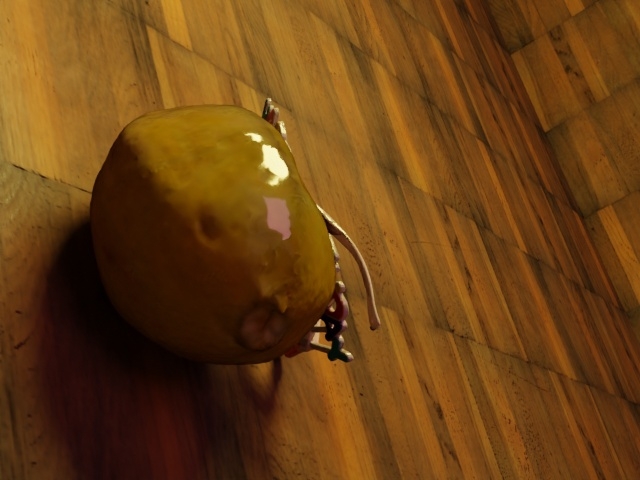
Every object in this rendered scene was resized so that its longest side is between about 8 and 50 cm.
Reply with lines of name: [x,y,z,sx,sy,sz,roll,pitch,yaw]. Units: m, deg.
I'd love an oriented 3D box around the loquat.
loquat: [-0.083,-0.007,0.729,0.187,0.176,0.234,91,-25,-46]

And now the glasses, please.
glasses: [-0.005,-0.002,0.860,0.162,0.095,0.255,104,-32,-59]
